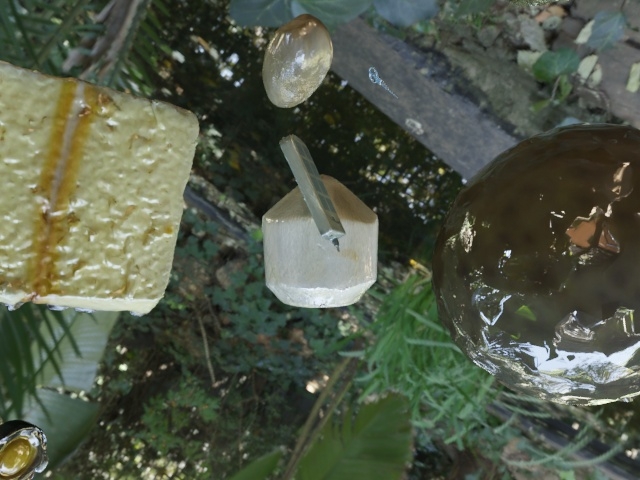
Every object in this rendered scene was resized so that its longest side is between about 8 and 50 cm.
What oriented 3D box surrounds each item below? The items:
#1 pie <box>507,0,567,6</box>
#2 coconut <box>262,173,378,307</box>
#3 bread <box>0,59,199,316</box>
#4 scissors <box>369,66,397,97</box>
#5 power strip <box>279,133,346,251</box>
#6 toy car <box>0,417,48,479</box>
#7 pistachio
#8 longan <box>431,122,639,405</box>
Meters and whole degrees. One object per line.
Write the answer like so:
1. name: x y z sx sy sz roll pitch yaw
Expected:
1. pie: 0.319 -0.421 0.726 0.055 0.274 0.274 9 180 -30
2. coconut: 0.000 0.000 1.176 0.238 0.265 0.237 -3 178 0
3. bread: -0.300 -0.042 0.641 0.264 0.235 0.198 10 175 -27
4. scissors: 0.117 -0.292 1.088 0.083 0.006 0.036 51 165 22
5. power strip: -0.010 -0.084 0.998 0.226 0.029 0.080 66 -166 12
6. toy car: -0.212 0.112 0.253 0.112 0.112 0.139 11 158 26
7. pistachio: -0.051 -0.372 1.221 0.136 0.135 0.226 32 143 0
8. longan: 0.345 0.038 0.790 0.391 0.391 0.391 31 168 7
